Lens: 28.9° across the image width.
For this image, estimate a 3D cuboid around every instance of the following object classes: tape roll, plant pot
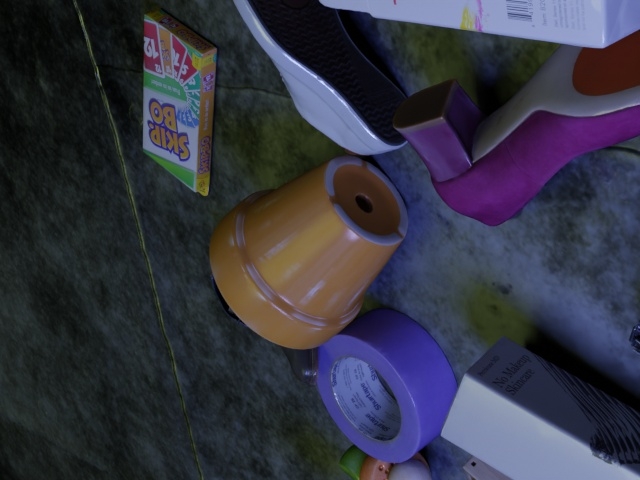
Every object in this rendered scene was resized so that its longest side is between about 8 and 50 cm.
[{"bbox_3d":[0.085,0.190,1.625,0.189,0.080,0.189,30,136,34],"label":"tape roll"},{"bbox_3d":[0.000,0.000,1.512,0.188,0.205,0.205,-41,81,39],"label":"plant pot"}]

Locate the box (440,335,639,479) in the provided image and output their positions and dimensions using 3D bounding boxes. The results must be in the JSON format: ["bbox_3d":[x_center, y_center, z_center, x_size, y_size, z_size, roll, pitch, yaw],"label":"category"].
[{"bbox_3d":[0.278,0.222,1.336,0.275,0.113,0.094,29,123,19],"label":"box"}]

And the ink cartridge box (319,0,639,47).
[{"bbox_3d":[0.143,-0.311,1.163,0.353,0.119,0.207,18,128,42],"label":"ink cartridge box"}]

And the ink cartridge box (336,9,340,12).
[{"bbox_3d":[-0.074,-0.446,1.380,0.303,0.072,0.307,40,138,24],"label":"ink cartridge box"}]

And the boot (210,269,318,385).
[{"bbox_3d":[-0.075,0.110,1.667,0.082,0.106,0.219,106,151,-42],"label":"boot"}]

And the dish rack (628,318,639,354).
[{"bbox_3d":[0.406,0.065,1.156,0.208,0.074,0.272,39,141,28],"label":"dish rack"}]

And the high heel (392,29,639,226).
[{"bbox_3d":[0.259,-0.103,1.221,0.377,0.127,0.181,-4,140,47],"label":"high heel"}]

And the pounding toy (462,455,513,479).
[{"bbox_3d":[0.238,0.317,1.489,0.130,0.100,0.141,39,168,27],"label":"pounding toy"}]

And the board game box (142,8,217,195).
[{"bbox_3d":[-0.201,-0.185,1.750,0.124,0.039,0.259,37,142,29],"label":"board game box"}]

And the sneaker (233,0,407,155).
[{"bbox_3d":[-0.024,-0.206,1.421,0.290,0.106,0.123,52,152,-13],"label":"sneaker"}]

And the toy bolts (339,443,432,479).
[{"bbox_3d":[0.090,0.409,1.671,0.228,0.218,0.158,57,159,-8],"label":"toy bolts"}]
